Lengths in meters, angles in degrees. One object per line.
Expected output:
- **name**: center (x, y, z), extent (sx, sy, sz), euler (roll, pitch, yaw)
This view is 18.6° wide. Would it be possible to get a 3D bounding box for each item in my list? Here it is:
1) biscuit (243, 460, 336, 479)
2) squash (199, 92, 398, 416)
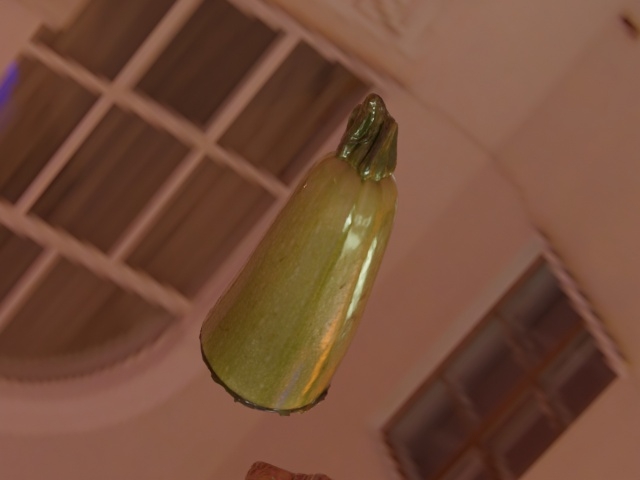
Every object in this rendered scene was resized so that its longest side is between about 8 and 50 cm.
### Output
- **biscuit**: center (0.013, 0.205, 1.396), extent (0.144, 0.040, 0.236), euler (44, 164, -17)
- **squash**: center (0.000, 0.000, 1.189), extent (0.094, 0.224, 0.094), euler (14, -139, -13)
